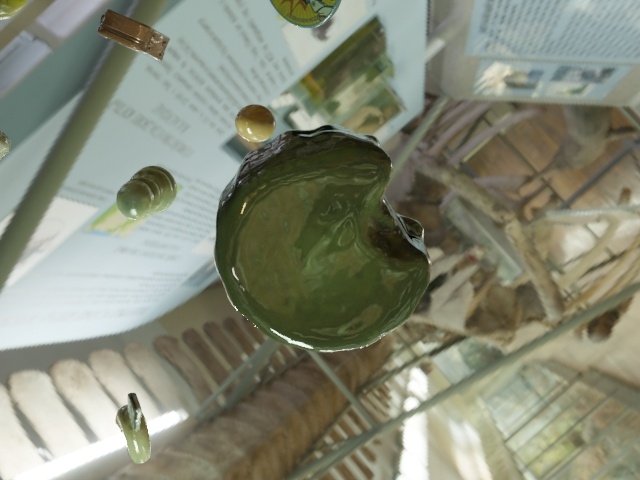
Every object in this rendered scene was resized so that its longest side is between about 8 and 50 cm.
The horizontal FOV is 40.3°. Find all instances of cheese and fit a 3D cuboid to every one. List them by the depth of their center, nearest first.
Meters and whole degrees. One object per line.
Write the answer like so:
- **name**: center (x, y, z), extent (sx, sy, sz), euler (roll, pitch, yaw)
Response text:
- **cheese**: center (-0.370, 0.358, 1.726), extent (0.235, 0.049, 0.127), euler (110, 141, -54)

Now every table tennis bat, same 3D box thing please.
- **table tennis bat**: center (-0.055, -0.664, 2.052), extent (0.044, 0.215, 0.329), euler (-27, -80, -55)

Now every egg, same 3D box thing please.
- **egg**: center (-0.137, -0.244, 1.818), extent (0.080, 0.080, 0.096), euler (49, -158, 7)

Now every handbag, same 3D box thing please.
- **handbag**: center (-0.477, -0.522, 2.213), extent (0.151, 0.072, 0.193), euler (24, -172, 5)

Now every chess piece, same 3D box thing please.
- **chess piece**: center (-0.461, -0.117, 2.275), extent (0.133, 0.133, 0.243), euler (48, -170, -7)

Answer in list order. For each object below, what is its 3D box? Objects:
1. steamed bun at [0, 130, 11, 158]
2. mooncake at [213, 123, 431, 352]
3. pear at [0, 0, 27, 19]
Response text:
- **steamed bun**: center (-0.975, -0.254, 2.179), extent (0.324, 0.220, 0.309), euler (20, -168, -48)
- **mooncake**: center (0.000, 0.000, 1.369), extent (0.351, 0.351, 0.187), euler (48, -175, -17)
- **pear**: center (-0.960, -0.745, 2.404), extent (0.304, 0.304, 0.304), euler (48, -177, -3)
